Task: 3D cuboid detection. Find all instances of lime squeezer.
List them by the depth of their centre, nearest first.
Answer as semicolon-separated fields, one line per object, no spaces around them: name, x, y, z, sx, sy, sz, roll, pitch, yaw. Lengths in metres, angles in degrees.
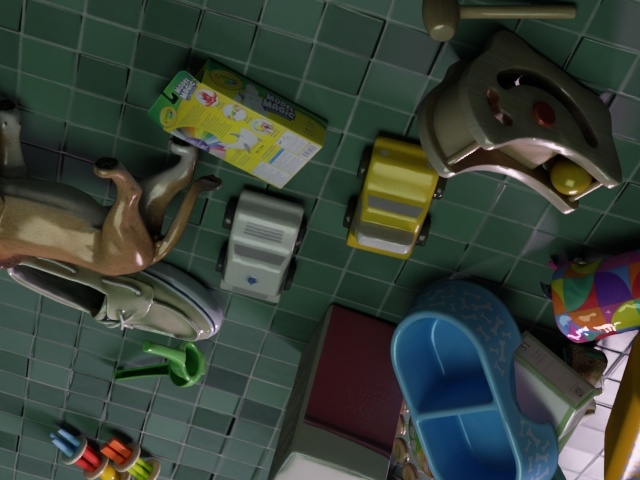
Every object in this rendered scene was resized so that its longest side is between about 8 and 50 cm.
lime squeezer;-0.208;0.162;2.073;0.110;0.058;0.310;19;165;-10

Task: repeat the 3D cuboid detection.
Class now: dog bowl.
dog bowl;0.183;0.198;1.879;0.166;0.074;0.297;-13;100;39

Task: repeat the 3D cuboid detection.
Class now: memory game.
memory game;0.139;0.275;2.050;0.012;0.186;0.186;-9;151;-25

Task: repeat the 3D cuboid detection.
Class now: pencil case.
pencil case;0.375;0.049;1.734;0.236;0.104;0.104;-13;136;30

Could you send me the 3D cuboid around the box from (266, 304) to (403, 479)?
box;0.026;0.227;1.962;0.127;0.232;0.148;20;144;-7

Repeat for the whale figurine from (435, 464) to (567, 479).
whale figurine;0.281;0.331;2.034;0.216;0.141;0.272;28;179;-38

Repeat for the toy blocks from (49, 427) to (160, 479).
toy blocks;-0.342;0.335;2.369;0.123;0.054;0.148;-18;132;37

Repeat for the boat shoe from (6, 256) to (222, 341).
boat shoe;-0.271;0.068;1.966;0.302;0.094;0.109;27;141;-16

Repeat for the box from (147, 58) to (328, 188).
box;-0.095;-0.133;1.693;0.179;0.043;0.105;25;142;-19

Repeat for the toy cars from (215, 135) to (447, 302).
toy cars;0.000;0.000;1.797;0.394;0.087;0.176;-20;131;37

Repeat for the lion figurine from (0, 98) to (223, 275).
lion figurine;-0.309;-0.028;1.795;0.392;0.142;0.240;15;126;10

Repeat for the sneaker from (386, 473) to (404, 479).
sneaker;0.197;0.480;2.330;0.258;0.169;0.447;3;151;1

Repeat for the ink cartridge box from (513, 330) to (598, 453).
ink cartridge box;0.228;0.174;1.952;0.235;0.056;0.171;41;147;19

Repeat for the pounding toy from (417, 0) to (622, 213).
pounding toy;0.203;-0.135;1.502;0.269;0.154;0.155;32;140;-23

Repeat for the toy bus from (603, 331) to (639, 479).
toy bus;0.418;0.194;1.775;0.130;0.108;0.332;6;150;5

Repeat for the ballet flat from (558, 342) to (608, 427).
ballet flat;0.333;0.206;1.977;0.067;0.073;0.206;3;146;-2
